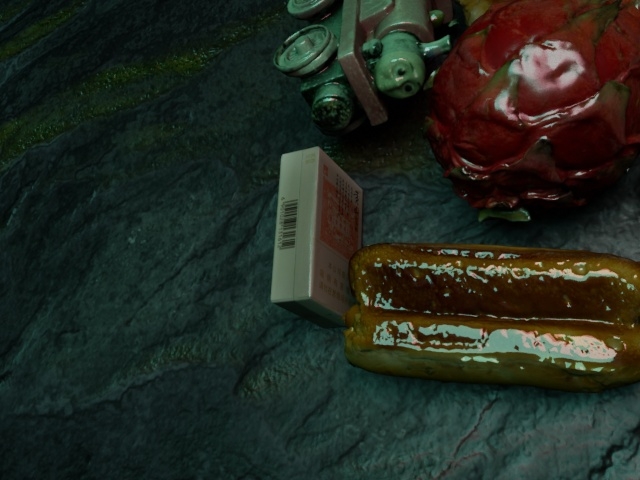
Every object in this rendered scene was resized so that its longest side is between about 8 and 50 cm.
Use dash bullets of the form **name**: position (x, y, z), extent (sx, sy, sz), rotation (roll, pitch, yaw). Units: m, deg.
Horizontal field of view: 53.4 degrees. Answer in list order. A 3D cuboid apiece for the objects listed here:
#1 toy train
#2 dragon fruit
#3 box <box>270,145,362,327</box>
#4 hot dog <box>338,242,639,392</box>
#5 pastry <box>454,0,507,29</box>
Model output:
- **toy train**: position (0.069, -0.277, 0.869), extent (0.221, 0.150, 0.304), rotation (-15, 46, 23)
- **dragon fruit**: position (0.254, -0.159, 0.715), extent (0.299, 0.244, 0.244), rotation (-41, 59, -2)
- **box**: position (0.000, 0.000, 0.820), extent (0.058, 0.141, 0.201), rotation (-9, 64, 27)
- **hot dog**: position (0.189, 0.084, 0.715), extent (0.348, 0.117, 0.158), rotation (0, 73, 22)
- **pastry**: position (0.295, -0.342, 0.846), extent (0.228, 0.100, 0.219), rotation (-3, 66, 24)
